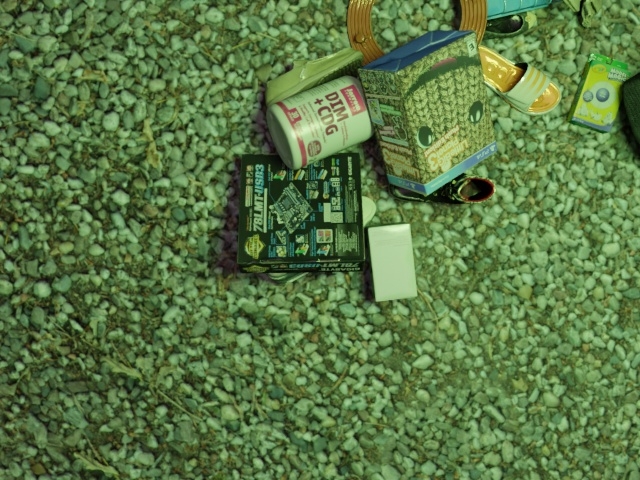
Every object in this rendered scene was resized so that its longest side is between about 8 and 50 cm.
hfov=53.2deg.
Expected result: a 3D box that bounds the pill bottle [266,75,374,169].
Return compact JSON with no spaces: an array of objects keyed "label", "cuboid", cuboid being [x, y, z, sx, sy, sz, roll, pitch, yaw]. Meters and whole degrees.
[{"label":"pill bottle","cuboid":[0.030,-0.289,1.502,0.283,0.160,0.161,-25,94,-13]}]

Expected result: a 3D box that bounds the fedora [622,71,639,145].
[{"label":"fedora","cuboid":[0.814,-0.295,1.504,0.152,0.334,0.334,-23,95,32]}]

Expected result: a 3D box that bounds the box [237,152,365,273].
[{"label":"box","cuboid":[-0.046,-0.069,1.522,0.293,0.073,0.296,-2,65,1]}]

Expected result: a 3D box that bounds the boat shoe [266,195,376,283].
[{"label":"boat shoe","cuboid":[0.000,0.000,1.590,0.319,0.099,0.116,-33,58,-9]}]

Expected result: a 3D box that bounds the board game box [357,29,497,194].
[{"label":"board game box","cuboid":[0.247,-0.292,1.443,0.232,0.141,0.291,-32,121,-21]}]

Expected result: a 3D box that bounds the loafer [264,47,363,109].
[{"label":"loafer","cuboid":[-0.023,-0.398,1.542,0.268,0.102,0.092,-29,75,-3]}]

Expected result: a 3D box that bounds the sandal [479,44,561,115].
[{"label":"sandal","cuboid":[0.467,-0.392,1.557,0.265,0.076,0.102,28,94,-2]}]

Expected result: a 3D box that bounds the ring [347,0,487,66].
[{"label":"ring","cuboid":[0.226,-0.534,1.525,0.336,0.032,0.337,2,99,15]}]

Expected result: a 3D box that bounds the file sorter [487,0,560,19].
[{"label":"file sorter","cuboid":[0.471,-0.594,1.488,0.170,0.104,0.118,-15,106,-10]}]

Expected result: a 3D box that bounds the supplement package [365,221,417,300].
[{"label":"supplement package","cuboid":[0.173,0.050,1.577,0.105,0.105,0.180,-7,94,0]}]

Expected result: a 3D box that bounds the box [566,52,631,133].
[{"label":"box","cuboid":[0.690,-0.365,1.579,0.105,0.043,0.179,17,93,-2]}]

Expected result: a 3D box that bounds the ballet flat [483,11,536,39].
[{"label":"ballet flat","cuboid":[0.445,-0.523,1.559,0.173,0.049,0.058,-14,92,-3]}]

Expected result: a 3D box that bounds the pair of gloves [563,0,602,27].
[{"label":"pair of gloves","cuboid":[0.607,-0.619,1.487,0.042,0.240,0.204,5,93,39]}]

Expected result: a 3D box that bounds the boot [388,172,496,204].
[{"label":"boot","cuboid":[0.288,-0.129,1.525,0.236,0.178,0.085,2,96,-2]}]
